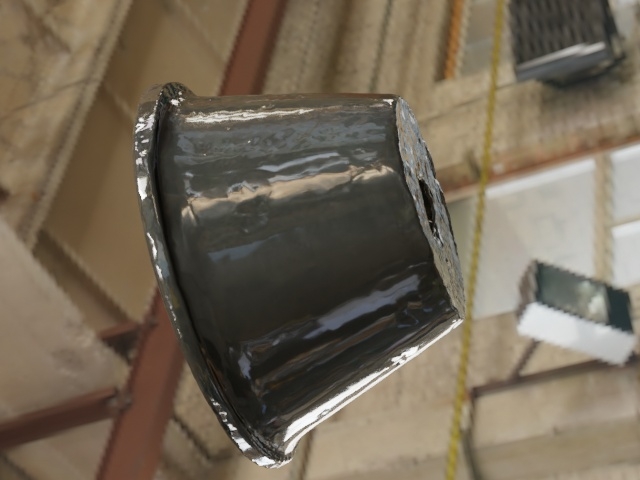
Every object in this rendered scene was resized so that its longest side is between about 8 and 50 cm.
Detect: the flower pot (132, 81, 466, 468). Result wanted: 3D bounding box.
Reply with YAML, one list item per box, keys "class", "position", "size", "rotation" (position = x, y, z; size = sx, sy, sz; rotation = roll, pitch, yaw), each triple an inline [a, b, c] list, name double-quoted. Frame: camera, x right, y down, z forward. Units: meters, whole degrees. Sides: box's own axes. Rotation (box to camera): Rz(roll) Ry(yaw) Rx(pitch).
- class: "flower pot"
  position: [0.000, 0.000, 0.982]
  size: [0.269, 0.166, 0.269]
  rotation: [-19, -90, -81]
